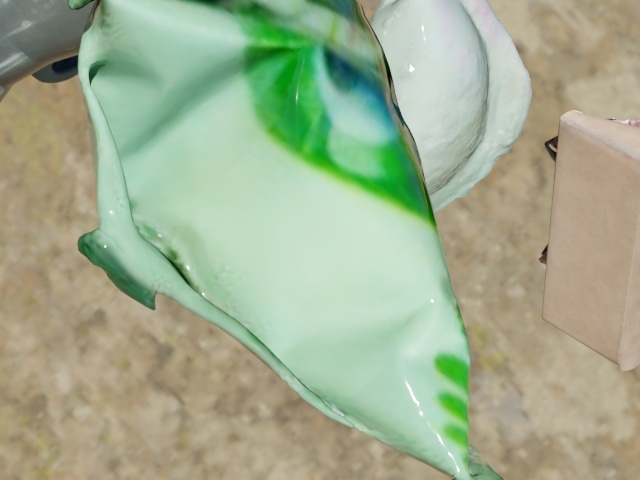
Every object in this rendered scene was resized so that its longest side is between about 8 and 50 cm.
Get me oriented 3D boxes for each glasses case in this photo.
[{"bbox_3d":[0.199,-0.014,1.127,0.070,0.193,0.102,-33,49,-31],"label":"glasses case"}]

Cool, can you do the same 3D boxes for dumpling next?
[{"bbox_3d":[0.079,-0.113,1.235,0.105,0.217,0.149,23,17,34],"label":"dumpling"}]

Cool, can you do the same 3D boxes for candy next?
[{"bbox_3d":[0.006,-0.003,0.894,0.398,0.172,0.263,54,10,-11],"label":"candy"}]

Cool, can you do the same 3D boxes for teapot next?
[{"bbox_3d":[-0.187,-0.192,1.183,0.171,0.225,0.203,65,13,23],"label":"teapot"}]
